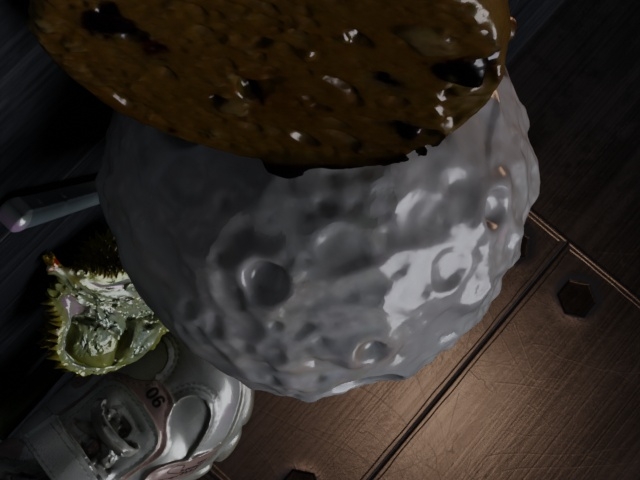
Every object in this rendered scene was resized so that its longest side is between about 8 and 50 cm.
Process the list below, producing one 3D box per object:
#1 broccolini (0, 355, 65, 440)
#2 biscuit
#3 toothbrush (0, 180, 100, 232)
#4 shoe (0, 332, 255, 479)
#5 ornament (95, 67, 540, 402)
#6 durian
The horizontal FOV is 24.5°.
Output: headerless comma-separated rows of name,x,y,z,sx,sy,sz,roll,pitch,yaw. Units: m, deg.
broccolini,-0.215,0.057,1.574,0.392,0.079,0.074,-47,132,-12
biscuit,-0.030,-0.130,0.842,0.296,0.296,0.075,117,-15,-66
toothbrush,-0.194,-0.040,1.266,0.030,0.025,0.342,-49,175,13
shoe,-0.223,0.221,1.523,0.351,0.172,0.198,-47,170,23
ornament,0.004,-0.056,1.132,0.337,0.337,0.337,-49,174,-7
durian,-0.218,0.054,1.396,0.146,0.102,0.208,-52,151,-2
